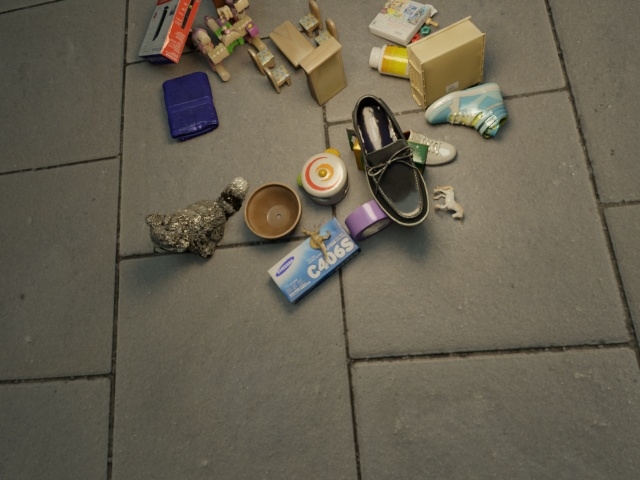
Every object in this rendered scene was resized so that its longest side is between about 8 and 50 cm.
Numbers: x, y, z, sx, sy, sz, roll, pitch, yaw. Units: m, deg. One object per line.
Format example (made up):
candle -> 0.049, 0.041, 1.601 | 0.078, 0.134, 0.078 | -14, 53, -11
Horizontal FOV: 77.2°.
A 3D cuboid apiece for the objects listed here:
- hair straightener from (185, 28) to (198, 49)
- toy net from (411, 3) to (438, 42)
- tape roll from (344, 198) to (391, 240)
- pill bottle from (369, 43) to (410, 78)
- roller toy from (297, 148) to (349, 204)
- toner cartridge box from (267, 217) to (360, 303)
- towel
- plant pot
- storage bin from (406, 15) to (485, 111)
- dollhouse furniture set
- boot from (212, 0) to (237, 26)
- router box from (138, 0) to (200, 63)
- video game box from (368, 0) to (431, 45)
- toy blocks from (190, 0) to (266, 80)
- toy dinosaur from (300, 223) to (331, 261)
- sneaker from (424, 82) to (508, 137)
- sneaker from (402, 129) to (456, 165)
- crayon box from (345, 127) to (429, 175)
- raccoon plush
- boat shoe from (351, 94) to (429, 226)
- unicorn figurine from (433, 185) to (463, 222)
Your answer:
hair straightener -> -0.653, -1.019, 1.979 | 0.089, 0.047, 0.230 | -43, 68, -2
toy net -> 0.463, -0.930, 1.772 | 0.122, 0.045, 0.232 | -7, 73, 22
tape roll -> 0.193, -0.080, 1.545 | 0.189, 0.189, 0.080 | -29, 75, 2
pill bottle -> 0.323, -0.767, 1.716 | 0.214, 0.117, 0.117 | 16, 81, 13
roller toy -> 0.021, -0.253, 1.636 | 0.209, 0.146, 0.191 | -34, 74, 0
toner cartridge box -> -0.023, 0.082, 1.605 | 0.347, 0.075, 0.165 | -39, 72, -1
towel -> -0.606, -0.627, 1.876 | 0.227, 0.076, 0.308 | -16, 75, -1
plant pot -> -0.185, -0.111, 1.660 | 0.237, 0.110, 0.238 | -2, 76, 10
storage bin -> 0.501, -0.689, 1.600 | 0.262, 0.260, 0.123 | -24, 57, 3
dollhouse furniture set -> -0.079, -0.819, 1.727 | 0.362, 0.256, 0.394 | -38, 74, 0
boot -> -0.379, -1.102, 1.831 | 0.264, 0.280, 0.096 | -11, 58, 8
router box -> -0.703, -0.976, 1.852 | 0.335, 0.082, 0.301 | 24, 94, 46
video game box -> 0.349, -0.976, 1.777 | 0.205, 0.048, 0.187 | 37, 90, 26
toy blocks -> -0.448, -0.958, 1.797 | 0.288, 0.309, 0.260 | -37, 69, 0
toy dinosaur -> 0.000, 0.000, 1.564 | 0.092, 0.053, 0.183 | -47, 64, 13
sneaker -> 0.594, -0.489, 1.603 | 0.318, 0.127, 0.208 | -18, 74, 6
sneaker -> 0.402, -0.377, 1.612 | 0.290, 0.123, 0.106 | 9, 77, 11
crayon box -> 0.252, -0.332, 1.585 | 0.322, 0.203, 0.083 | 16, 81, 14
raccoon plush -> -0.510, -0.127, 1.622 | 0.216, 0.299, 0.447 | 24, 82, 15
boat shoe -> 0.234, -0.281, 1.402 | 0.186, 0.156, 0.501 | -21, 86, 11
unicorn figurine -> 0.501, -0.147, 1.573 | 0.111, 0.060, 0.162 | -1, 77, 10
